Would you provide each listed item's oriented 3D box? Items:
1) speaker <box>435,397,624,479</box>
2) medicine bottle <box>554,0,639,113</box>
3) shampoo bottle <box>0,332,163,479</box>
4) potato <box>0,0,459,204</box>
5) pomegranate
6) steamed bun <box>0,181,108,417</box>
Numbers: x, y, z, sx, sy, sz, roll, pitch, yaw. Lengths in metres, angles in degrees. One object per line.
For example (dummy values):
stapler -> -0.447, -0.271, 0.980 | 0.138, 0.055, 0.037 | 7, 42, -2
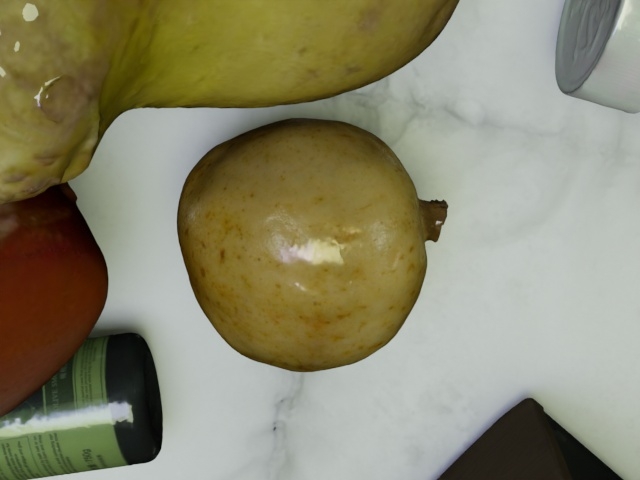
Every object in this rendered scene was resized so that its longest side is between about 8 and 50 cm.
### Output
speaker -> 0.145, 0.272, 1.075 | 0.153, 0.192, 0.231 | 41, 103, -14
medicine bottle -> 0.323, -0.129, 0.961 | 0.293, 0.170, 0.170 | 15, 107, -7
shampoo bottle -> -0.267, 0.139, 1.068 | 0.284, 0.101, 0.101 | -9, 108, 2
potato -> -0.055, -0.167, 0.841 | 0.296, 0.397, 0.290 | 22, 138, -7
pomegranate -> 0.000, 0.000, 0.999 | 0.196, 0.196, 0.196 | 0, 108, -1
steamed bun -> -0.348, 0.043, 0.930 | 0.379, 0.235, 0.248 | -17, 146, -23
